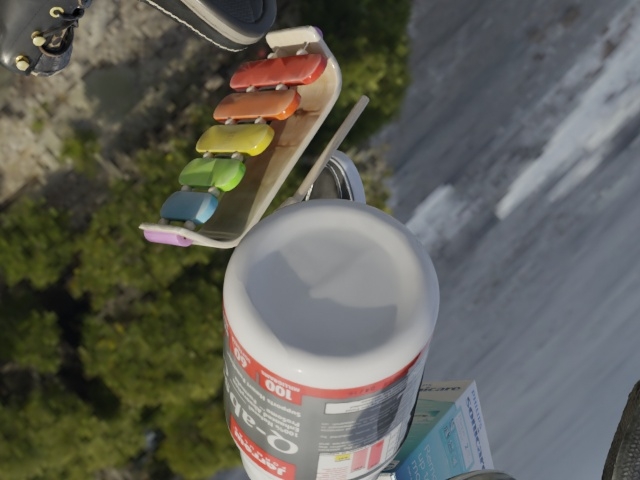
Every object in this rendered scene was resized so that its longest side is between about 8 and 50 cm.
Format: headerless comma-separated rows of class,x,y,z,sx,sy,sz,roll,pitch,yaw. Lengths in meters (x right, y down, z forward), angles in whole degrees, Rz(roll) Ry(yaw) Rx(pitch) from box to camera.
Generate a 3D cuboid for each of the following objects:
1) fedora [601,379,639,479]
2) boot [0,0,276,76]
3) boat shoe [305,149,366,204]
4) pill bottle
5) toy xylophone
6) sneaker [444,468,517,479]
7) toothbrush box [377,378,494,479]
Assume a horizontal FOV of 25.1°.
fedora,0.369,0.244,1.394,0.334,0.334,0.152,-38,-160,-16
boot,-0.253,-0.289,1.607,0.284,0.377,0.138,-48,-174,43
boat shoe,0.000,0.000,1.805,0.076,0.080,0.228,-25,132,-43
pill bottle,0.002,0.137,1.504,0.210,0.210,0.363,-35,155,-24
toy xylophone,-0.070,-0.114,1.698,0.236,0.081,0.322,-6,-130,54
sneaker,0.146,0.270,1.248,0.178,0.123,0.295,-20,-175,41
toothbrush box,0.124,0.341,1.913,0.126,0.216,0.295,-6,-166,28
